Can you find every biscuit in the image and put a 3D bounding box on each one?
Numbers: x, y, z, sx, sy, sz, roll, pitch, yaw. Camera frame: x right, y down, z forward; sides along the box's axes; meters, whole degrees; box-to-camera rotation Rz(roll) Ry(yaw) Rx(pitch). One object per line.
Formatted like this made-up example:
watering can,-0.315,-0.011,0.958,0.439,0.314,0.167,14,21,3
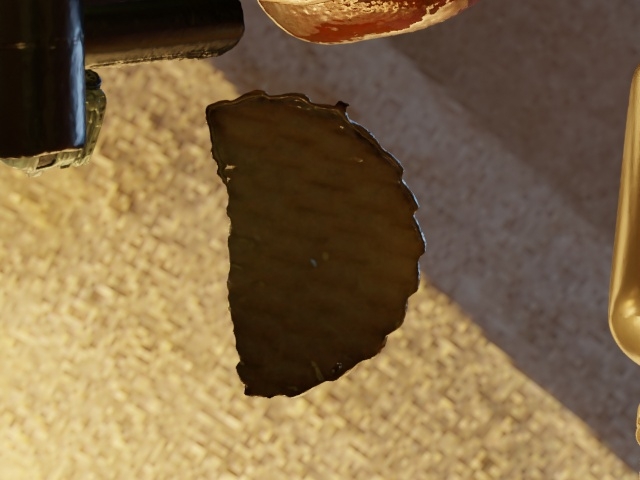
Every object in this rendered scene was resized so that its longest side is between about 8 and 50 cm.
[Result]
biscuit,0.000,0.000,1.699,0.187,0.273,0.036,-4,-179,12

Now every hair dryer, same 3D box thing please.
hair dryer,-0.158,-0.196,1.361,0.116,0.244,0.302,10,-166,34

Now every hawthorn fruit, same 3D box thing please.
hawthorn fruit,0.065,-0.247,1.528,0.251,0.199,0.199,9,-144,6

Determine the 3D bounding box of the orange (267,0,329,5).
orange,-0.007,-0.096,0.447,0.084,0.083,0.083,20,-143,-16

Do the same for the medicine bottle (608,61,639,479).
medicine bottle,0.204,0.020,0.976,0.114,0.114,0.252,19,-118,-18

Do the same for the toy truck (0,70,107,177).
toy truck,-0.259,-0.119,1.477,0.178,0.080,0.115,36,-147,25
